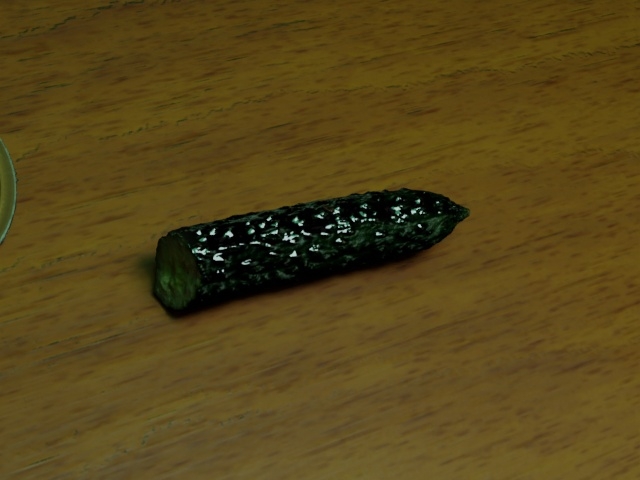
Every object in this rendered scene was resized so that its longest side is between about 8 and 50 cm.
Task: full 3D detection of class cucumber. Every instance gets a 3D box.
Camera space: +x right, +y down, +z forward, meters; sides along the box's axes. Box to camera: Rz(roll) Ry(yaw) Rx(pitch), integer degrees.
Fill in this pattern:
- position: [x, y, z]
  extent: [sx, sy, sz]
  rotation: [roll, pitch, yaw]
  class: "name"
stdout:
- position: [-0.001, 0.000, 1.294]
  extent: [0.300, 0.072, 0.072]
  rotation: [-11, 57, -29]
  class: "cucumber"

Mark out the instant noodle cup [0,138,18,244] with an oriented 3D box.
- position: [-0.373, -0.079, 1.196]
  extent: [0.274, 0.090, 0.274]
  rotation: [11, 48, -12]
  class: "instant noodle cup"
